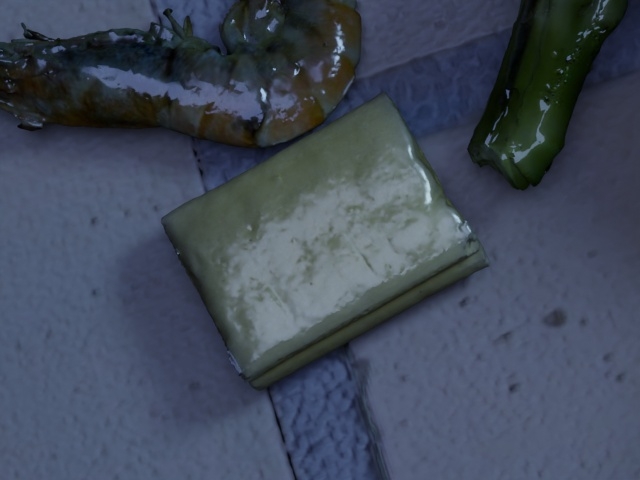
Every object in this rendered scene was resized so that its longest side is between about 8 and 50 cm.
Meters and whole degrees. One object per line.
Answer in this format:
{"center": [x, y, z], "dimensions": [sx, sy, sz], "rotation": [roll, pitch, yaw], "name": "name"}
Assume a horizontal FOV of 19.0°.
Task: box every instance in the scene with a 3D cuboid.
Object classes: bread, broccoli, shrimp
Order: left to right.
{"center": [-0.119, -0.150, 1.292], "dimensions": [0.296, 0.058, 0.169], "rotation": [5, 74, 3], "name": "shrimp"}
{"center": [0.000, 0.000, 1.245], "dimensions": [0.178, 0.060, 0.139], "rotation": [-31, 78, 0], "name": "bread"}
{"center": [0.173, -0.170, 1.185], "dimensions": [0.177, 0.198, 0.274], "rotation": [26, 84, 9], "name": "broccoli"}
